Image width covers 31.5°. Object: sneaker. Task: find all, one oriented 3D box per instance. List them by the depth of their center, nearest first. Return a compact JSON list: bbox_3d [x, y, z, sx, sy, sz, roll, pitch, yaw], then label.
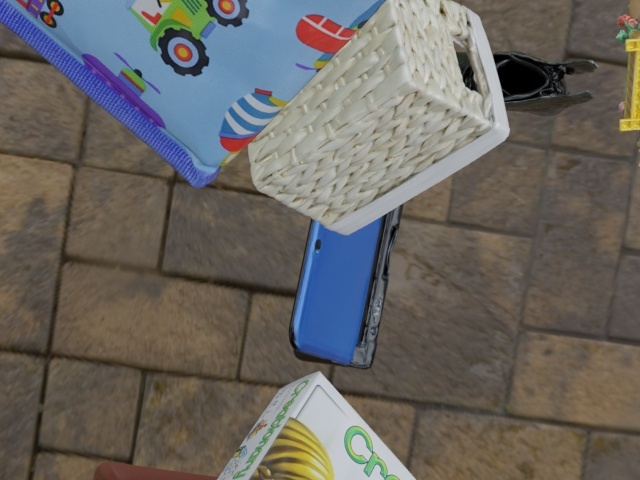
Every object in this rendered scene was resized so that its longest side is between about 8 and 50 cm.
[{"bbox_3d":[0.145,-0.133,0.937,0.170,0.089,0.051,10,90,20],"label":"sneaker"}]

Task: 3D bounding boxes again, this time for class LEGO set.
[{"bbox_3d":[0.351,-0.151,1.148,0.132,0.107,0.287,-36,114,15],"label":"LEGO set"}]

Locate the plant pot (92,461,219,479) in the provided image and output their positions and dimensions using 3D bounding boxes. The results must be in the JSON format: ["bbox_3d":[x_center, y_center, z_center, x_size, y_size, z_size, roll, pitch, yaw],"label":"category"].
[{"bbox_3d":[-0.141,0.382,1.222,0.267,0.236,0.267,8,75,-4],"label":"plant pot"}]

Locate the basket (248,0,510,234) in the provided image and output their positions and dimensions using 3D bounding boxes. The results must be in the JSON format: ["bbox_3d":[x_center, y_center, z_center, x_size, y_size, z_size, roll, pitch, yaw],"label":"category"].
[{"bbox_3d":[0.031,-0.095,0.806,0.103,0.167,0.113,18,51,-42],"label":"basket"}]

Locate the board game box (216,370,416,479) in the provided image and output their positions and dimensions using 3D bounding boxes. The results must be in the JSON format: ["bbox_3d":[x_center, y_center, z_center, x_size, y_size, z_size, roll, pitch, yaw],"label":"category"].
[{"bbox_3d":[0.042,0.265,0.782,0.053,0.193,0.305,-31,105,40],"label":"board game box"}]

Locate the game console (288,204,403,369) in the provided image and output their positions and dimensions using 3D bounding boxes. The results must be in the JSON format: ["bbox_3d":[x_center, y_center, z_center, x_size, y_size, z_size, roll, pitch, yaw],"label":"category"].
[{"bbox_3d":[0.000,0.000,1.407,0.173,0.250,0.293,17,80,-29],"label":"game console"}]

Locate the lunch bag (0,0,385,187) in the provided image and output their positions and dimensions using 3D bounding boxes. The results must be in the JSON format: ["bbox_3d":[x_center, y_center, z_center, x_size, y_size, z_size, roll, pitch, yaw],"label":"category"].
[{"bbox_3d":[-0.085,-0.199,0.422,0.293,0.138,0.221,36,133,-14],"label":"lunch bag"}]
